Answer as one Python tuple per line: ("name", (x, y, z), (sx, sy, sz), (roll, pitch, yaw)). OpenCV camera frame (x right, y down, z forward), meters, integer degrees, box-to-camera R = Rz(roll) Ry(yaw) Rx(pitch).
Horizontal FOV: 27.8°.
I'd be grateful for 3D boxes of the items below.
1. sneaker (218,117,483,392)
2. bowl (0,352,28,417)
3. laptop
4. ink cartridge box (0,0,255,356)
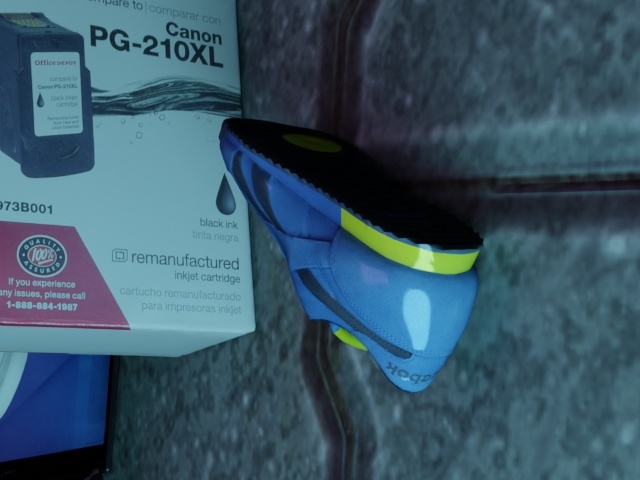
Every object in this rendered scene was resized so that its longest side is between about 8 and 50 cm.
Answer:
("sneaker", (0.000, 0.000, 0.624), (0.209, 0.069, 0.082), (41, 124, 52))
("bowl", (-0.235, 0.072, 0.820), (0.170, 0.080, 0.170), (-46, 32, 41))
("laptop", (-0.268, 0.139, 0.894), (0.234, 0.264, 0.136), (-17, 100, 41))
("ink cartridge box", (-0.140, -0.057, 0.757), (0.100, 0.172, 0.237), (-23, 67, 54))
